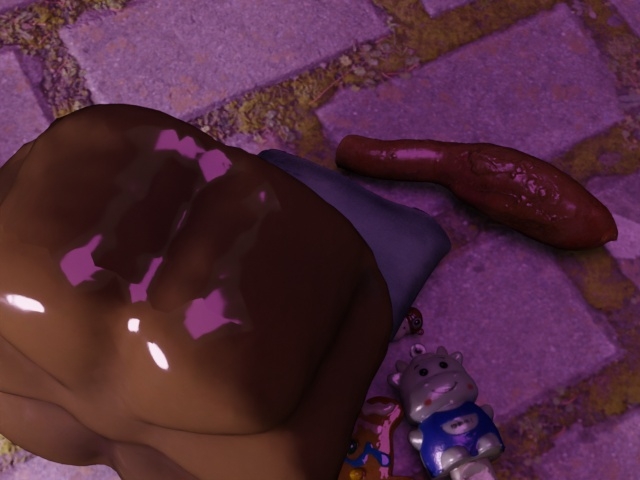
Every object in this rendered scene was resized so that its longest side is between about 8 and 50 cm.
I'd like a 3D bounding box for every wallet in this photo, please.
[{"bbox_3d":[0.001,-0.001,1.304,0.290,0.054,0.251,24,35,10],"label":"wallet"}]

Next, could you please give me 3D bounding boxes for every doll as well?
[{"bbox_3d":[0.094,0.088,1.327,0.058,0.040,0.085,-21,66,-3],"label":"doll"}]

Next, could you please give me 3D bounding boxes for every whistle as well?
[{"bbox_3d":[0.157,0.226,1.226,0.110,0.092,0.244,-15,64,-14],"label":"whistle"}]

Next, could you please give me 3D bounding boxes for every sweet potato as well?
[{"bbox_3d":[0.211,-0.081,1.385,0.385,0.109,0.109,21,63,8],"label":"sweet potato"}]

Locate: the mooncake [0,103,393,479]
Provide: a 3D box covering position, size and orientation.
[{"bbox_3d":[-0.169,0.090,1.083,0.467,0.467,0.262,22,58,8],"label":"mooncake"}]

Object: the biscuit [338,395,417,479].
[{"bbox_3d":[0.046,0.282,1.201,0.138,0.031,0.205,-7,73,13],"label":"biscuit"}]
